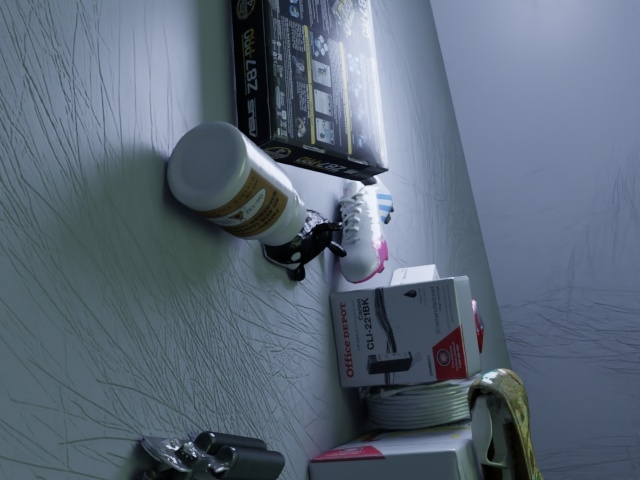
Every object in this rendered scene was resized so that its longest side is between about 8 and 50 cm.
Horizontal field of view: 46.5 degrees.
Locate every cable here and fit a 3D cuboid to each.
[{"bbox_3d":[0.223,0.335,1.598,0.257,0.256,0.089,3,81,-79],"label":"cable"}]

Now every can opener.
[{"bbox_3d":[-0.149,0.311,1.003,0.095,0.076,0.283,-62,150,-5],"label":"can opener"}]

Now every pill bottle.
[{"bbox_3d":[-0.115,-0.073,1.124,0.229,0.131,0.131,37,48,-59],"label":"pill bottle"}]

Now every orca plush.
[{"bbox_3d":[0.000,0.000,1.402,0.287,0.102,0.151,24,59,-63],"label":"orca plush"}]

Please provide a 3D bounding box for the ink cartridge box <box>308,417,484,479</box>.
[{"bbox_3d":[0.183,0.453,1.436,0.384,0.279,0.161,11,69,-66],"label":"ink cartridge box"}]

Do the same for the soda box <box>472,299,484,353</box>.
[{"bbox_3d":[0.219,0.201,1.631,0.092,0.263,0.084,-67,140,-53],"label":"soda box"}]

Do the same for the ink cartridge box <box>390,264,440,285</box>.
[{"bbox_3d":[0.267,0.229,1.925,0.198,0.114,0.273,-68,142,-51],"label":"ink cartridge box"}]

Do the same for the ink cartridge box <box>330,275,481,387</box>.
[{"bbox_3d":[0.169,0.186,1.514,0.114,0.272,0.197,3,78,-63],"label":"ink cartridge box"}]

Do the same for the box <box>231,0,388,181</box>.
[{"bbox_3d":[-0.017,-0.330,1.389,0.318,0.097,0.395,7,73,-45],"label":"box"}]

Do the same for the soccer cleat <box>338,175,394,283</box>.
[{"bbox_3d":[0.081,-0.041,1.623,0.143,0.116,0.331,56,26,-25],"label":"soccer cleat"}]

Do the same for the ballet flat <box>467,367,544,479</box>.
[{"bbox_3d":[0.322,0.401,1.300,0.123,0.123,0.349,13,67,-66],"label":"ballet flat"}]
